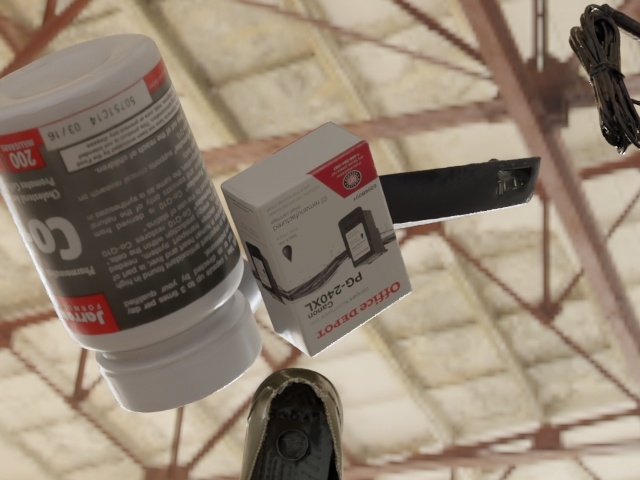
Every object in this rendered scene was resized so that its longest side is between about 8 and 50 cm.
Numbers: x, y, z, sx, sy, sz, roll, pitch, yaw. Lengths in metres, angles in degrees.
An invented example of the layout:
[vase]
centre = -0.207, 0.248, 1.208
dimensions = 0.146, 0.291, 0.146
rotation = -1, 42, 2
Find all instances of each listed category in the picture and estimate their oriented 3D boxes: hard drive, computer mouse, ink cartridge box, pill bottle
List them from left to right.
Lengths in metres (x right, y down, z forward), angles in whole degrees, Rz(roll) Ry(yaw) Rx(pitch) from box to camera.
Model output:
[pill bottle]
centre = -0.159, -0.011, 1.263
dimensions = 0.161, 0.161, 0.283
rotation = -11, -67, 24
[ink cartridge box]
centre = 0.000, 0.000, 1.225
dimensions = 0.063, 0.109, 0.150
rotation = 31, -33, 52
[hard drive]
centre = 0.076, -0.040, 1.521
dimensions = 0.255, 0.054, 0.172
rotation = -8, -1, -33
[computer mouse]
centre = 0.309, -0.099, 1.325
dimensions = 0.262, 0.184, 0.060
rotation = 19, -47, -30

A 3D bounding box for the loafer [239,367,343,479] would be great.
[loafer]
centre = -0.028, 0.205, 1.071
dimensions = 0.094, 0.251, 0.087
rotation = 0, -17, 1

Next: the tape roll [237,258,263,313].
[tape roll]
centre = -0.155, 0.011, 1.481
dimensions = 0.219, 0.072, 0.219
rotation = 35, -9, 6
